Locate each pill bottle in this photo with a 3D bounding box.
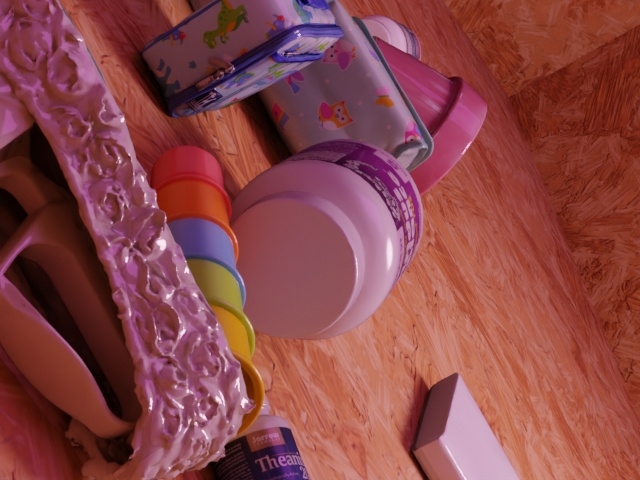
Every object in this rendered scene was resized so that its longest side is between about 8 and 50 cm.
[{"bbox_3d":[0.000,0.000,1.447,0.169,0.169,0.301,60,15,-4],"label":"pill bottle"},{"bbox_3d":[-0.046,0.175,1.165,0.067,0.067,0.120,31,33,-63],"label":"pill bottle"},{"bbox_3d":[0.093,-0.307,2.450,0.108,0.108,0.180,63,15,6],"label":"pill bottle"}]

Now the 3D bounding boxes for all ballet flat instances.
[{"bbox_3d":[-0.180,-0.020,0.975,0.409,0.147,0.147,60,15,-4],"label":"ballet flat"}]

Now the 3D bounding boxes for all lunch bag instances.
[{"bbox_3d":[0.025,-0.162,1.866,0.223,0.160,0.262,59,3,5],"label":"lunch bag"},{"bbox_3d":[-0.074,-0.202,1.555,0.090,0.176,0.219,61,14,0],"label":"lunch bag"}]

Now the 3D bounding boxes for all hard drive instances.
[{"bbox_3d":[0.223,0.348,1.800,0.353,0.047,0.233,60,15,-7],"label":"hard drive"}]

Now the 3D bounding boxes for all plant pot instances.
[{"bbox_3d":[0.098,-0.177,2.102,0.180,0.201,0.201,40,20,-15],"label":"plant pot"}]

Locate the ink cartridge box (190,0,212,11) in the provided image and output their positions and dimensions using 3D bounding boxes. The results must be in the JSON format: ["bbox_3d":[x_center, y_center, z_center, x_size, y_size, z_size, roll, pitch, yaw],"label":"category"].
[{"bbox_3d":[-0.083,-0.296,1.802,0.088,0.122,0.052,28,36,-65],"label":"ink cartridge box"}]

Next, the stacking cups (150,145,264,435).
[{"bbox_3d":[-0.107,0.023,1.213,0.096,0.096,0.316,51,15,-34],"label":"stacking cups"}]
